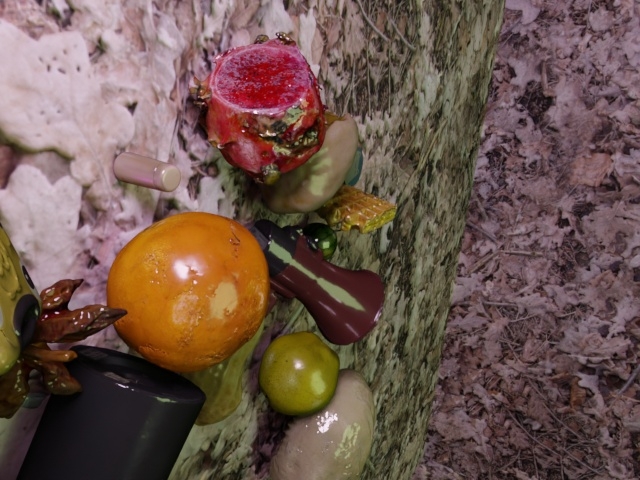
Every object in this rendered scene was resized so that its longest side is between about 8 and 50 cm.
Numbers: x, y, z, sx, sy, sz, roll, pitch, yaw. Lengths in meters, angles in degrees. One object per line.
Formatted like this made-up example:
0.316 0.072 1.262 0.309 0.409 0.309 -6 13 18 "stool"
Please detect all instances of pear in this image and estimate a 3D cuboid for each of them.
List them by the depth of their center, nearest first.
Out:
-0.049 0.313 1.249 0.198 0.198 0.198 -38 136 -50 "pear"

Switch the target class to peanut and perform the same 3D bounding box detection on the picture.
-0.185 0.205 0.989 0.147 0.147 0.305 9 99 -63 "peanut"

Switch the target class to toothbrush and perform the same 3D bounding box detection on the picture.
-0.430 0.194 0.646 0.019 0.016 0.219 -63 153 -5 "toothbrush"

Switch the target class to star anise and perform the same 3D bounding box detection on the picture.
-0.353 0.111 0.607 0.212 0.196 0.111 -41 -177 -2 "star anise"

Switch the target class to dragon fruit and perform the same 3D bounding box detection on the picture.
-0.100 -0.233 0.867 0.147 0.211 0.282 68 18 -59 "dragon fruit"

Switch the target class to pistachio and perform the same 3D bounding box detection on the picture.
-0.021 -0.161 1.084 0.288 0.166 0.197 -57 172 -39 "pistachio"

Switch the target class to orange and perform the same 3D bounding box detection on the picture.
-0.193 0.072 0.788 0.240 0.240 0.239 -38 136 -50 "orange"

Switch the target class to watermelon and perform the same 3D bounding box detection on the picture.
-0.006 0.003 1.267 0.109 0.109 0.108 -38 136 -50 "watermelon"

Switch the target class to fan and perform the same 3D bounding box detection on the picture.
0.075 -0.192 1.416 0.175 0.005 0.113 -25 126 -58 "fan"

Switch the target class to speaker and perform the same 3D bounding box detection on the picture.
-0.059 0.107 1.163 0.330 0.259 0.198 31 30 -34 "speaker"

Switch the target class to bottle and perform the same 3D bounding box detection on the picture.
-0.246 -0.096 0.753 0.045 0.097 0.045 -39 138 -48 "bottle"

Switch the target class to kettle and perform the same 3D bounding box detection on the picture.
-0.329 0.324 0.768 0.203 0.262 0.307 26 82 -27 "kettle"

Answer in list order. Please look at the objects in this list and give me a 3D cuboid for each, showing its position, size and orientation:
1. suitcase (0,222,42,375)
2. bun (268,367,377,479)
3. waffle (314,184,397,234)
-0.355 0.025 0.446 0.143 0.194 0.234 -26 106 -14 "suitcase"
0.029 0.513 1.393 0.362 0.235 0.326 -52 164 -31 "bun"
0.073 -0.076 1.310 0.211 0.161 0.055 -24 134 -53 "waffle"
